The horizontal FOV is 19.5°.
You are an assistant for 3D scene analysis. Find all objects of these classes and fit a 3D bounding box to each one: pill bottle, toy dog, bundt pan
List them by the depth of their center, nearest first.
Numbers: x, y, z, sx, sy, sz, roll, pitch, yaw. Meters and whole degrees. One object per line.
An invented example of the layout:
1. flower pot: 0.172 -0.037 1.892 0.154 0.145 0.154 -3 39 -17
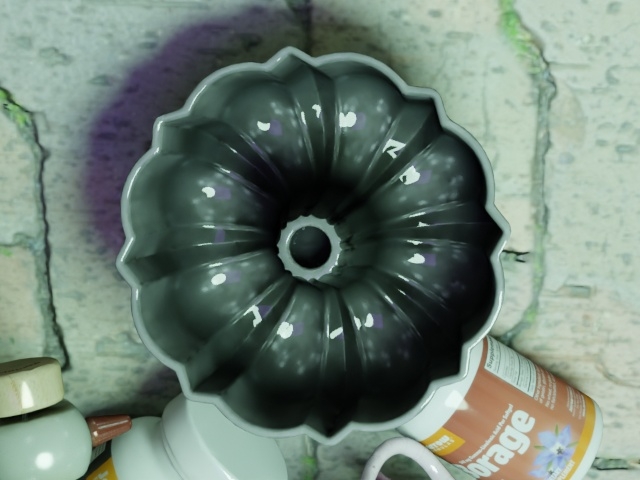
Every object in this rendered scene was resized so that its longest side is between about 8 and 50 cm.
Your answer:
1. bundt pan: 0.000 0.000 1.581 0.331 0.124 0.331 1 96 9
2. toy dog: -0.304 0.179 1.692 0.334 0.161 0.220 19 109 36
3. pill bottle: 0.141 0.149 1.707 0.216 0.121 0.121 31 114 -16
4. pill bottle: -0.173 0.265 1.746 0.162 0.162 0.278 41 111 -20

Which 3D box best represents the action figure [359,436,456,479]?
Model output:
1. action figure: 0.188 0.317 1.720 0.370 0.248 0.276 20 130 2
